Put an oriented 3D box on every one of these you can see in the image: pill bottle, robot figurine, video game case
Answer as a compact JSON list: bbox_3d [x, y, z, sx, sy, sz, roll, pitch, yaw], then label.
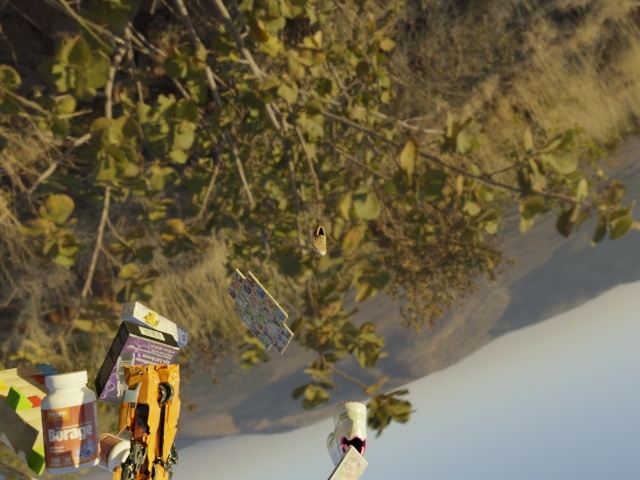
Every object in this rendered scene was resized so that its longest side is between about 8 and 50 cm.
[{"bbox_3d":[-0.583,0.418,1.430,0.121,0.216,0.121,-8,174,-1],"label":"pill bottle"},{"bbox_3d":[-0.367,0.410,1.304,0.085,0.291,0.211,1,170,14],"label":"robot figurine"},{"bbox_3d":[0.052,0.523,1.355,0.011,0.087,0.122,16,-122,44],"label":"video game case"},{"bbox_3d":[-0.534,0.565,1.618,0.152,0.086,0.086,-1,-177,42],"label":"pill bottle"}]

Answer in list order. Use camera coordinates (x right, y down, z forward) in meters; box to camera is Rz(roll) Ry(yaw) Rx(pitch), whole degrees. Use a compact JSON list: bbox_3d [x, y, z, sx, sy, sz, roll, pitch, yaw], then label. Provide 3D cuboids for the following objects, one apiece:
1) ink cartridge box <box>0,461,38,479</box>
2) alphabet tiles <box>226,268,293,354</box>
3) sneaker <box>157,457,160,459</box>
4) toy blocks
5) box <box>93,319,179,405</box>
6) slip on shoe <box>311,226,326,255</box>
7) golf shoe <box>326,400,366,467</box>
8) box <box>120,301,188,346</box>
[{"bbox_3d":[-0.773,0.616,1.472,0.127,0.176,0.128,-63,-175,-18],"label":"ink cartridge box"},{"bbox_3d":[-0.240,0.277,2.380,0.011,0.342,0.285,-31,161,-37],"label":"alphabet tiles"},{"bbox_3d":[-0.499,0.705,1.744,0.122,0.146,0.330,-25,176,-1],"label":"sneaker"},{"bbox_3d":[-0.774,0.465,1.707,0.261,0.381,0.190,6,109,-63],"label":"toy blocks"},{"bbox_3d":[-0.512,0.349,1.707,0.153,0.207,0.108,23,-175,-30],"label":"box"},{"bbox_3d":[0.000,0.000,2.160,0.051,0.135,0.041,27,117,-18],"label":"slip on shoe"},{"bbox_3d":[0.082,0.631,1.876,0.115,0.140,0.306,-2,126,-5],"label":"golf shoe"},{"bbox_3d":[-0.621,0.322,2.320,0.067,0.063,0.324,-11,148,21],"label":"box"}]
